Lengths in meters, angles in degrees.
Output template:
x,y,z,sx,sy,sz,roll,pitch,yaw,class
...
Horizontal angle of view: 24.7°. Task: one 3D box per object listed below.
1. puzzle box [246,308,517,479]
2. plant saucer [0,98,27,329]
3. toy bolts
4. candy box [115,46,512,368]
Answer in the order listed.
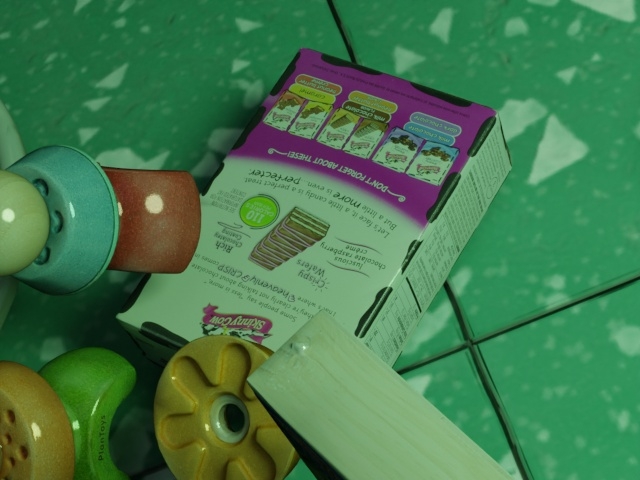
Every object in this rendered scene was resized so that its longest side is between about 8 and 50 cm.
x,y,z,sx,sy,sz,roll,pitch,yaw,class
0.147,0.222,0.641,0.052,0.272,0.409,-42,55,-10,puzzle box
-0.373,0.038,1.032,0.400,0.100,0.400,-9,56,14,plant saucer
-0.135,0.059,0.832,0.218,0.158,0.228,1,93,31,toy bolts
0.000,0.000,0.951,0.159,0.071,0.233,22,67,29,candy box
